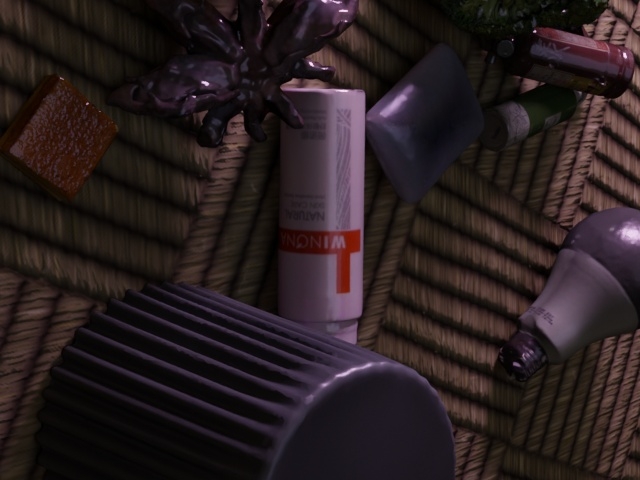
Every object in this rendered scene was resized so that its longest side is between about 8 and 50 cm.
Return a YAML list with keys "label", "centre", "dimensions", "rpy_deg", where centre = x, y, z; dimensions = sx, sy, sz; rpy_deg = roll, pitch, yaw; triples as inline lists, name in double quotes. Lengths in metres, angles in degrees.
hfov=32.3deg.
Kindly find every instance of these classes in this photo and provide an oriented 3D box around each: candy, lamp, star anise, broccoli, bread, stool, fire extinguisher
- label: "candy"
  centre: [0.130, -0.147, 1.382]
  dimensions: [0.174, 0.071, 0.138]
  rpy_deg: [-47, 124, -28]
- label: "lamp"
  centre: [0.379, 0.073, 1.612]
  dimensions: [0.313, 0.182, 0.182]
  rpy_deg: [-27, 119, 0]
- label: "star anise"
  centre: [-0.089, -0.188, 1.134]
  dimensions: [0.257, 0.110, 0.198]
  rpy_deg: [0, 107, -16]
- label: "broccoli"
  centre: [0.251, -0.389, 1.333]
  dimensions: [0.307, 0.275, 0.308]
  rpy_deg: [-3, 101, -15]
- label: "bread"
  centre: [-0.253, -0.098, 1.068]
  dimensions: [0.090, 0.035, 0.094]
  rpy_deg: [44, 68, -37]
- label: "stool"
  centre: [-0.068, 0.208, 1.084]
  dimensions: [0.297, 0.330, 0.297]
  rpy_deg: [-8, 102, -42]
- label: "fire extinguisher"
  centre: [0.303, -0.270, 1.503]
  dimensions: [0.252, 0.075, 0.106]
  rpy_deg: [11, 89, -16]

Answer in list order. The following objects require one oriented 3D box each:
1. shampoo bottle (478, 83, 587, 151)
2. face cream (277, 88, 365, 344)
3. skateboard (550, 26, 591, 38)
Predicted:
- label: "shampoo bottle"
  centre: [0.302, -0.181, 1.541]
  dimensions: [0.204, 0.065, 0.065]
  rpy_deg: [-25, 113, -37]
- label: "face cream"
  centre: [0.000, 0.000, 1.268]
  dimensions: [0.102, 0.102, 0.346]
  rpy_deg: [-5, 98, -41]
- label: "skateboard"
  centre: [0.374, -0.296, 1.592]
  dimensions: [0.151, 0.067, 0.080]
  rpy_deg: [53, 53, -29]
